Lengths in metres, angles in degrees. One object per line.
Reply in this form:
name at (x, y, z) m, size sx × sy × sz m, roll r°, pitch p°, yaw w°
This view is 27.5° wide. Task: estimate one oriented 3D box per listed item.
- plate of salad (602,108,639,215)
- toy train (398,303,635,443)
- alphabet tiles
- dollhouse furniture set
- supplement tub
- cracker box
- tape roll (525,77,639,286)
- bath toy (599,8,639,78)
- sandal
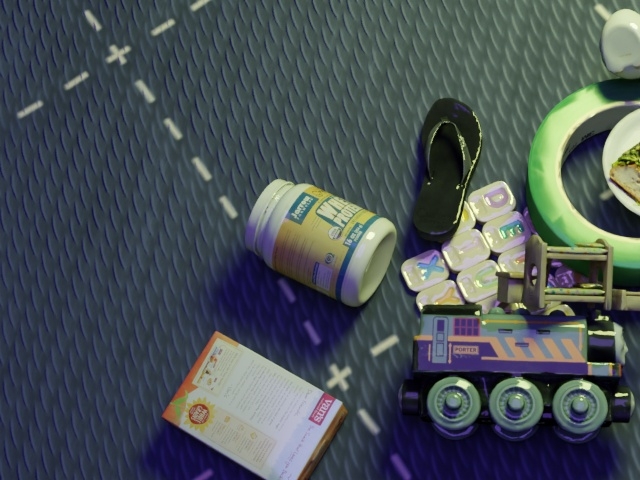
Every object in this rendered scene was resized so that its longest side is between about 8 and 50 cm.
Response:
plate of salad at (0.518, -0.119, 1.926) m, size 0.199 × 0.048 × 0.200 m, roll -2°, pitch 66°, yaw 5°
toy train at (0.279, 0.187, 1.872) m, size 0.333 × 0.142 × 0.190 m, roll 0°, pitch 74°, yaw 9°
alphabet tiles at (0.277, 0.051, 2.001) m, size 0.278 × 0.021 × 0.284 m, roll -23°, pitch 66°, yaw -1°
dollhouse furniture set at (0.370, 0.046, 1.904) m, size 0.181 × 0.161 × 0.101 m, roll 3°, pitch 90°, yaw -15°
supplement tub at (0.000, 0.000, 1.998) m, size 0.199 × 0.144 × 0.144 m, roll 25°, pitch 74°, yaw 17°
cracker box at (-0.097, 0.260, 1.952) m, size 0.232 × 0.067 × 0.156 m, roll 28°, pitch 76°, yaw 19°
tape roll at (0.474, -0.091, 1.986) m, size 0.321 × 0.077 × 0.321 m, roll -2°, pitch 66°, yaw 5°
bath toy at (0.588, -0.291, 1.922) m, size 0.348 × 0.129 × 0.151 m, roll 1°, pitch 108°, yaw 35°
sandal at (0.200, -0.121, 2.050) m, size 0.097 × 0.054 × 0.255 m, roll 1°, pitch 61°, yaw 13°
